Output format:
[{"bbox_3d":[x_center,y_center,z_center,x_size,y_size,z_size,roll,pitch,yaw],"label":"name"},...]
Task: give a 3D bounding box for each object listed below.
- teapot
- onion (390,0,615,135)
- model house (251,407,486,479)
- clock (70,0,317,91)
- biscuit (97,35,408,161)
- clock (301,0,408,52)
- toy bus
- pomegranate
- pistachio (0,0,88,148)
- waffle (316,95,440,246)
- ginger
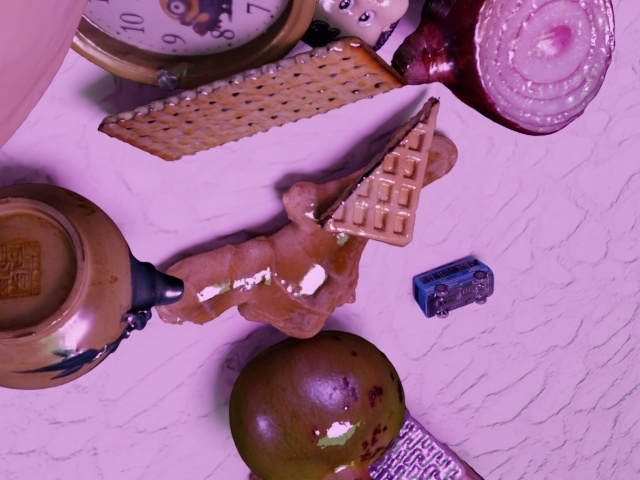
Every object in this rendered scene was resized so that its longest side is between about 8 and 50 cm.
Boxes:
[{"bbox_3d":[-0.252,0.048,1.141,0.269,0.173,0.182,-7,163,1],"label":"teapot"},{"bbox_3d":[0.144,-0.188,1.201,0.218,0.140,0.195,-22,129,-16],"label":"onion"},{"bbox_3d":[0.072,0.327,1.508,0.237,0.202,0.237,-44,135,5],"label":"model house"},{"bbox_3d":[-0.114,-0.219,1.033,0.237,0.057,0.237,4,138,3],"label":"clock"},{"bbox_3d":[-0.054,-0.114,1.116,0.231,0.016,0.139,-16,166,18],"label":"biscuit"},{"bbox_3d":[0.021,-0.255,1.101,0.194,0.100,0.195,25,108,-36],"label":"clock"},{"bbox_3d":[0.144,0.050,1.450,0.083,0.046,0.038,-19,131,-15],"label":"toy bus"},{"bbox_3d":[-0.007,0.195,1.362,0.179,0.179,0.210,29,61,-43],"label":"pomegranate"},{"bbox_3d":[-0.329,-0.182,0.838,0.365,0.281,0.445,29,92,-34],"label":"pistachio"},{"bbox_3d":[0.058,-0.074,1.266,0.097,0.023,0.152,14,87,-23],"label":"waffle"},{"bbox_3d":[0.000,0.000,1.302,0.334,0.081,0.148,-39,106,-6],"label":"ginger"}]
